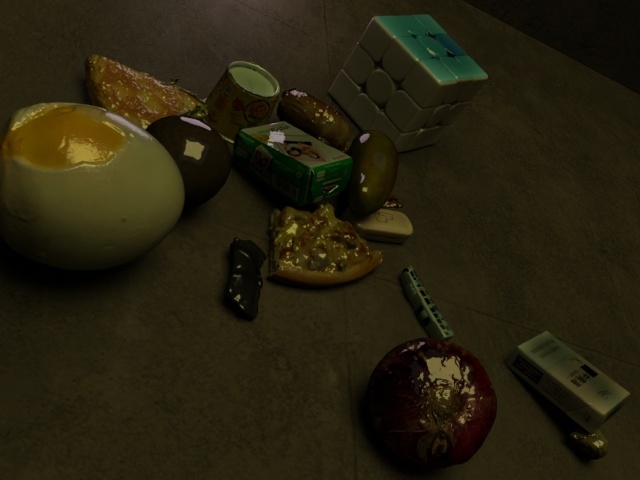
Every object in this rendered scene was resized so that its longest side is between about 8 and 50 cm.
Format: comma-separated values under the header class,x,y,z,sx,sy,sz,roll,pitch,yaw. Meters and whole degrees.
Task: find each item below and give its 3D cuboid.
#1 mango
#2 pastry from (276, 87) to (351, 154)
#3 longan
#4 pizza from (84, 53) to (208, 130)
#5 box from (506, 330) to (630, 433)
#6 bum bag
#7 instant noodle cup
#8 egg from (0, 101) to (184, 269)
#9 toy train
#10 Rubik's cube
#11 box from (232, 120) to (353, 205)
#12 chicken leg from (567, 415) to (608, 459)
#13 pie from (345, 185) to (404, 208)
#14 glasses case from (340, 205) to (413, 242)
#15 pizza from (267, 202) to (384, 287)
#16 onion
class,x,y,z,sx,sy,sz,roll,pitch,yaw
mango,0.122,-0.162,1.703,0.129,0.146,0.289,17,50,-3
pastry,-0.014,-0.300,1.786,0.229,0.100,0.218,33,1,3
longan,-0.283,-0.162,1.435,0.198,0.198,0.212,10,31,-30
pizza,-0.380,-0.294,1.589,0.287,0.075,0.280,0,55,-40
box,0.582,0.327,1.636,0.155,0.067,0.243,-14,43,-42
bum bag,-0.155,0.071,1.406,0.087,0.049,0.198,43,31,-33
instant noodle cup,-0.190,-0.348,1.722,0.182,0.144,0.182,20,41,-19
egg,-0.395,-0.086,1.195,0.345,0.283,0.283,9,46,-41
toy train,0.240,0.148,1.625,0.047,0.043,0.207,-5,54,-35
Rubik's cube,0.257,-0.464,2.062,0.291,0.291,0.290,-20,64,-45
box,-0.068,-0.185,1.632,0.250,0.103,0.180,33,33,27
chicken leg,0.598,0.426,1.605,0.093,0.070,0.178,14,36,-17
pie,0.122,-0.127,1.793,0.191,0.033,0.088,35,46,28
glasses case,0.142,-0.040,1.737,0.196,0.050,0.083,5,46,-33
pizza,0.000,0.000,1.566,0.323,0.089,0.223,-5,57,-40
onion,0.206,0.308,1.324,0.246,0.190,0.246,4,69,-10
